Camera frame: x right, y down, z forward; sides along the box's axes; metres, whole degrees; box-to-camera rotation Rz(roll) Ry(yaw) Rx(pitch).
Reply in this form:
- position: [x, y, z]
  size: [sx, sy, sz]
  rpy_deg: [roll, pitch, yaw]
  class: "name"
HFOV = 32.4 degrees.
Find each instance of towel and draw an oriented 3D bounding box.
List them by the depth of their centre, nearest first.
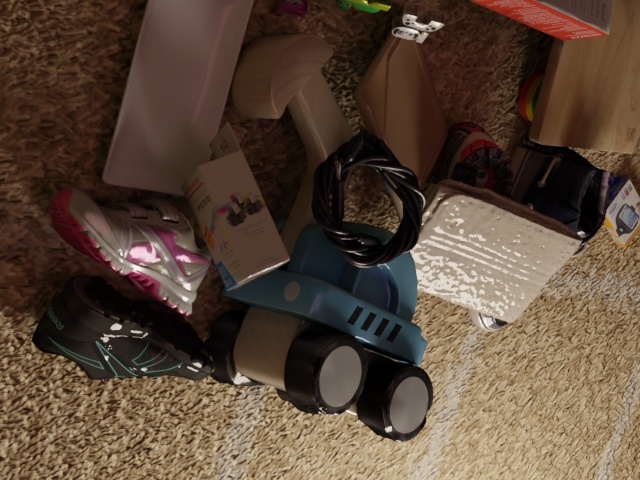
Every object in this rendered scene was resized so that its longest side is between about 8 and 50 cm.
- position: [0.235, 0.018, 1.651]
  size: [0.282, 0.049, 0.187]
  rpy_deg: [21, 120, -28]
  class: "towel"

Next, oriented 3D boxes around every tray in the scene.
- position: [-0.178, -0.192, 1.345]
  size: [0.145, 0.030, 0.271]
  rpy_deg: [8, 103, -42]
  class: "tray"

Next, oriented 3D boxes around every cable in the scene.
- position: [0.065, -0.040, 1.393]
  size: [0.184, 0.047, 0.151]
  rpy_deg: [52, 59, -31]
  class: "cable"

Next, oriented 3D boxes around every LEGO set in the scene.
- position: [0.040, -0.317, 1.434]
  size: [0.227, 0.093, 0.087]
  rpy_deg: [11, 65, -16]
  class: "LEGO set"

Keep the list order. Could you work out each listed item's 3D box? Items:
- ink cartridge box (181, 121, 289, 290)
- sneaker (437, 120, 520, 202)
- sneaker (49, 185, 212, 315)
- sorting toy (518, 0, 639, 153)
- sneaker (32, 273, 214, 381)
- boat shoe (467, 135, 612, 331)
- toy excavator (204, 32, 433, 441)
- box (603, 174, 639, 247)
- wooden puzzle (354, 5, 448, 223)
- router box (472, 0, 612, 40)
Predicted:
- position: [-0.112, -0.039, 1.327]
  size: [0.061, 0.104, 0.181]
  rpy_deg: [-22, 86, -22]
  class: "ink cartridge box"
- position: [0.230, -0.041, 1.705]
  size: [0.120, 0.112, 0.299]
  rpy_deg: [-3, 126, -13]
  class: "sneaker"
- position: [-0.224, -0.009, 1.347]
  size: [0.111, 0.103, 0.252]
  rpy_deg: [-59, 140, -9]
  class: "sneaker"
- position: [0.432, -0.282, 1.776]
  size: [0.255, 0.089, 0.257]
  rpy_deg: [1, 108, -40]
  class: "sorting toy"
- position: [-0.246, 0.128, 1.402]
  size: [0.106, 0.101, 0.267]
  rpy_deg: [-44, 135, 13]
  class: "sneaker"
- position: [0.354, 0.007, 1.789]
  size: [0.127, 0.158, 0.341]
  rpy_deg: [3, 106, -41]
  class: "boat shoe"
- position: [0.000, 0.000, 1.490]
  size: [0.433, 0.222, 0.445]
  rpy_deg: [28, 76, -43]
  class: "toy excavator"
- position: [0.551, -0.056, 2.017]
  size: [0.081, 0.028, 0.136]
  rpy_deg: [-52, 134, -10]
  class: "box"
- position: [0.109, -0.173, 1.525]
  size: [0.239, 0.044, 0.221]
  rpy_deg: [-66, 144, -43]
  class: "wooden puzzle"
- position: [0.296, -0.478, 1.517]
  size: [0.301, 0.082, 0.336]
  rpy_deg: [10, 85, -41]
  class: "router box"
